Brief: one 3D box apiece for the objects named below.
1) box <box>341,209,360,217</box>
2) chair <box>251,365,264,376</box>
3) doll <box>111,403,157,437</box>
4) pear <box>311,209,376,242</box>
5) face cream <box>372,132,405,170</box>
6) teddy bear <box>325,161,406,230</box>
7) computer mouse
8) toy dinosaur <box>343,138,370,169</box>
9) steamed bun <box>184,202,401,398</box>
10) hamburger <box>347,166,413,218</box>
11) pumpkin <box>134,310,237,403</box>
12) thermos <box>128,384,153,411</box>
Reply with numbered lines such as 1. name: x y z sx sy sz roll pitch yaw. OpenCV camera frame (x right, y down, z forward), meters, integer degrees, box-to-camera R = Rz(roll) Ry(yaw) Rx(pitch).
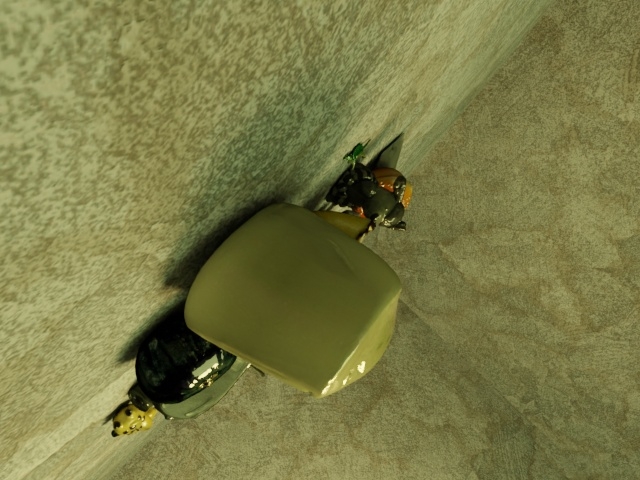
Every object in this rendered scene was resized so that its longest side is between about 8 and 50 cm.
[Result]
1. box: 0.081 0.020 1.533 0.103 0.055 0.243 167 -65 -78
2. chair: -0.239 0.272 1.357 0.203 0.275 0.190 -51 -164 20
3. doll: -0.563 0.543 1.366 0.117 0.086 0.291 -39 169 -20
4. pear: 0.007 0.001 1.249 0.267 0.178 0.267 -50 180 0
5. face cream: 0.233 -0.250 1.653 0.143 0.089 0.314 -42 165 -27
6. teddy bear: 0.156 -0.130 1.299 0.144 0.251 0.171 -39 156 -56
7. computer mouse: -0.301 0.327 1.214 0.374 0.203 0.114 -45 -145 7
8. toy dinosaur: 0.101 -0.231 1.165 0.120 0.029 0.060 -44 161 -21
9. steamed bun: -0.016 0.105 0.927 0.289 0.372 0.456 -63 171 6
10. hamburger: 0.211 -0.158 1.556 0.237 0.147 0.236 -12 157 -5
11. pumpkin: -0.289 0.251 0.985 0.233 0.163 0.233 -41 171 -8
12. thermos: -0.448 0.390 1.274 0.073 0.083 0.188 -25 -171 36
